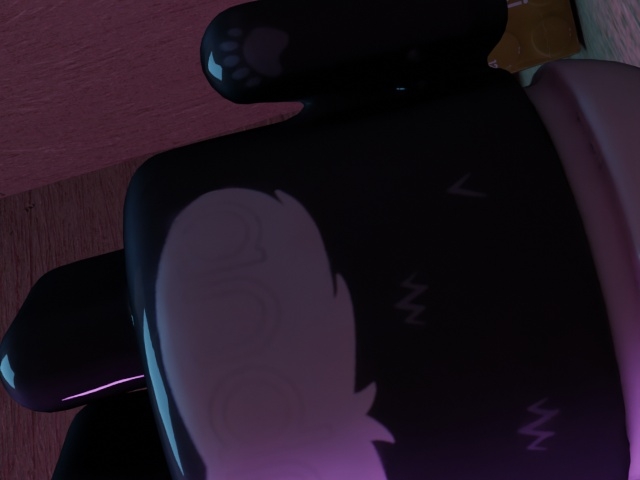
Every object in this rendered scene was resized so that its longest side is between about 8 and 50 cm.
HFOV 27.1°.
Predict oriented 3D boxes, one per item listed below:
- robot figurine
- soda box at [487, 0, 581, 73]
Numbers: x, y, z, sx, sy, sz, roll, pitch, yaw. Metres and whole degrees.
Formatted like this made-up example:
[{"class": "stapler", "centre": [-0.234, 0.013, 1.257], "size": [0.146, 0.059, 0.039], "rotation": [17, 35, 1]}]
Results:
[{"class": "robot figurine", "centre": [0.030, 0.031, 0.494], "size": [0.209, 0.278, 0.173], "rotation": [76, 180, -53]}, {"class": "soda box", "centre": [0.095, -0.187, 0.750], "size": [0.058, 0.061, 0.181], "rotation": [-98, -9, -70]}]
